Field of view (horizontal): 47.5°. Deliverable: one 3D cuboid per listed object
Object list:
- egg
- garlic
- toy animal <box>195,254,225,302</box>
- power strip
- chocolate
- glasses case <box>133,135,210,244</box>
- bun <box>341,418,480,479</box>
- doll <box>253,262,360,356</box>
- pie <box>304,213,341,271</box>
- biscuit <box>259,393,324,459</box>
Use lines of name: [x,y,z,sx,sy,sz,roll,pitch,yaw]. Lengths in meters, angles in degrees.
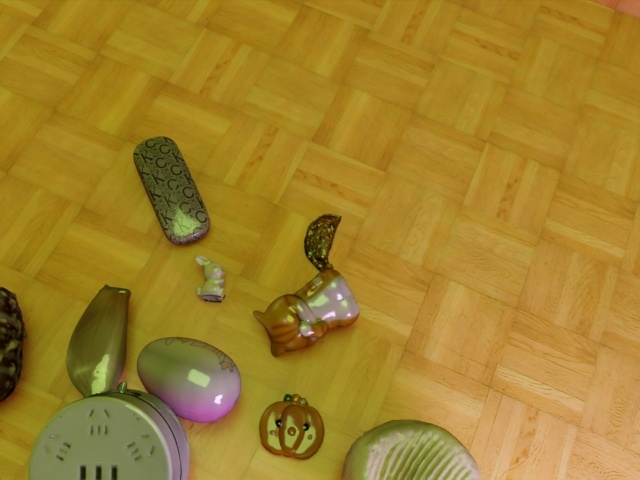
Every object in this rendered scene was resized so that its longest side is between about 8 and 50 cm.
egg: [-0.325,0.337,1.807,0.271,0.196,0.196,33,65,21]
garlic: [-0.563,0.262,1.864,0.143,0.112,0.318,-4,66,16]
toy animal: [-0.295,0.103,1.989,0.085,0.071,0.125,-2,72,15]
power strip: [-0.478,0.504,1.660,0.357,0.161,0.358,0,85,6]
chocolate: [-0.837,0.257,1.789,0.209,0.225,0.340,-5,64,-16]
glasses case: [-0.429,-0.148,2.089,0.137,0.085,0.355,-21,68,-15]
bun: [0.205,0.605,1.702,0.352,0.227,0.349,31,65,7]
doll: [-0.024,0.185,1.925,0.269,0.162,0.167,-29,93,-23]
pie: [-0.002,-0.002,2.088,0.088,0.033,0.191,13,64,6]
biscuit: [-0.070,0.467,1.843,0.170,0.050,0.171,2,64,-5]
